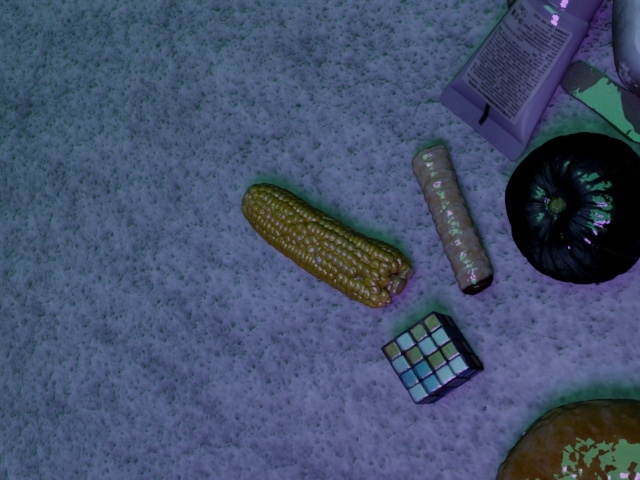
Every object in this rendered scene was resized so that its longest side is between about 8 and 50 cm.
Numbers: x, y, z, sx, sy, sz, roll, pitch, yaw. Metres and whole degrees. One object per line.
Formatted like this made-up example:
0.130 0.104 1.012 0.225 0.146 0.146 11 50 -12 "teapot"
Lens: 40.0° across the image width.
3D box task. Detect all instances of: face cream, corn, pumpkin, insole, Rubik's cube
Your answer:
0.286 -0.258 1.206 0.154 0.096 0.274 43 122 19 "face cream"
0.000 0.000 1.293 0.291 0.101 0.101 33 94 24 "corn"
0.335 -0.042 1.132 0.202 0.140 0.202 -3 86 47 "pumpkin"
0.411 -0.180 1.197 0.192 0.010 0.063 38 97 22 "insole"
0.154 0.162 1.203 0.092 0.092 0.092 -37 70 13 "Rubik's cube"

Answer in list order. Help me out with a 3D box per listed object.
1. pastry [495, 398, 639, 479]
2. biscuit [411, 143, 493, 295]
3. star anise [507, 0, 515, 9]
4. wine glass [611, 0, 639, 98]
0.349 0.353 1.065 0.329 0.136 0.330 -3 81 22 "pastry"
0.188 -0.029 1.241 0.061 0.055 0.219 -24 74 11 "biscuit"
0.319 -0.406 1.247 0.180 0.061 0.205 -31 70 15 "star anise"
0.483 -0.209 1.060 0.237 0.238 0.323 -13 85 20 "wine glass"
